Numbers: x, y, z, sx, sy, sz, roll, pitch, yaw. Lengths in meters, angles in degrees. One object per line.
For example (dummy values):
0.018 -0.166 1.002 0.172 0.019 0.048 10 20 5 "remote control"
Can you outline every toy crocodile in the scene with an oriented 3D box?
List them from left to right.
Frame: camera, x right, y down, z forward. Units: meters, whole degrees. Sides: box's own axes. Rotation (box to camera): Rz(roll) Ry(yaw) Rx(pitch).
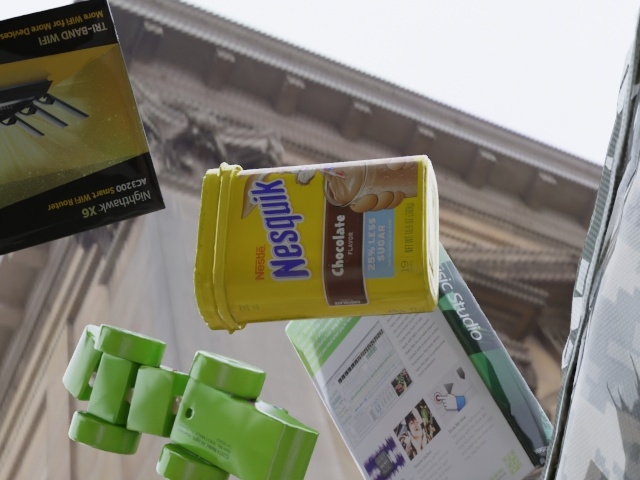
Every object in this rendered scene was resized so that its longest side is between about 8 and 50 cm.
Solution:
-0.126 0.152 1.225 0.105 0.341 0.115 18 -94 -46 "toy crocodile"

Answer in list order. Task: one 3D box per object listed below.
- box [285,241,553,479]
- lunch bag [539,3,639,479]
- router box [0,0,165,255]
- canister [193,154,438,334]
0.099 0.153 1.408 0.058 0.322 0.232 -8 -32 -39 "box"
0.195 0.037 0.379 0.256 0.212 0.305 11 -73 11 "lunch bag"
-0.349 -0.108 1.454 0.309 0.081 0.242 -17 -85 -17 "router box"
0.000 0.000 1.003 0.170 0.126 0.073 -4 -29 12 "canister"
